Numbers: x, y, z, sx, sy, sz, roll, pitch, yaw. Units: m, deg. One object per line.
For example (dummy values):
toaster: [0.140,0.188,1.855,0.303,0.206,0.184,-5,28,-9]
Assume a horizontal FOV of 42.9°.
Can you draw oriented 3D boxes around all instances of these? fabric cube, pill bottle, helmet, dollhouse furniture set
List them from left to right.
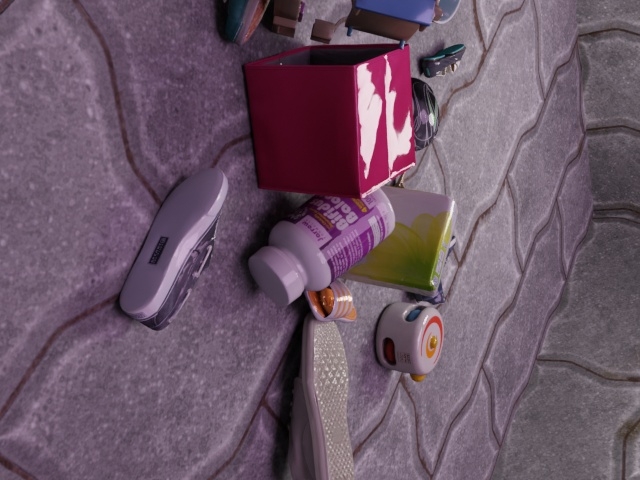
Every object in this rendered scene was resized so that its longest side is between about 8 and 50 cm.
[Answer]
pill bottle: [0.000,0.000,1.707,0.302,0.169,0.169,-39,130,-26]
fabric cube: [0.029,-0.253,1.664,0.259,0.254,0.258,-35,124,-52]
dollhouse furniture set: [0.079,-0.489,1.540,0.286,0.304,0.198,166,-63,-85]
helmet: [0.224,-0.312,2.065,0.169,0.170,0.161,55,35,-48]

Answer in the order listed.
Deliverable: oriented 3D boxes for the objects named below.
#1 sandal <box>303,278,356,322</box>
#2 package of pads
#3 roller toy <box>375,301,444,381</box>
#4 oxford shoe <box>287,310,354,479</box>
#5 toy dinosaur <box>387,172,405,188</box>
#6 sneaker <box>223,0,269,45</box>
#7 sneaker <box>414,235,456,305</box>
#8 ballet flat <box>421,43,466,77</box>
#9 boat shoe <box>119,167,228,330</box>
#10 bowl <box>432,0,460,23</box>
sandal: [0.042,0.134,1.907,0.265,0.076,0.101,19,45,-64]
package of pads: [0.149,-0.013,1.870,0.101,0.297,0.229,56,48,-63]
roller toy: [0.253,0.273,2.245,0.191,0.146,0.209,36,66,-55]
oxford shoe: [-0.015,0.381,1.860,0.169,0.130,0.448,12,71,-54]
toy dinosaur: [0.209,-0.137,2.200,0.093,0.053,0.183,-7,110,-74]
sneaker: [-0.140,-0.516,1.493,0.108,0.121,0.302,-65,174,-75]
sneaker: [0.338,0.093,2.394,0.226,0.086,0.163,-37,116,-38]
ballet flat: [0.353,-0.507,2.328,0.203,0.074,0.074,-33,124,-45]
boat shoe: [-0.236,0.016,1.425,0.102,0.108,0.301,50,56,-50]
bowl: [0.225,-0.685,1.987,0.312,0.163,0.311,-16,109,-57]
